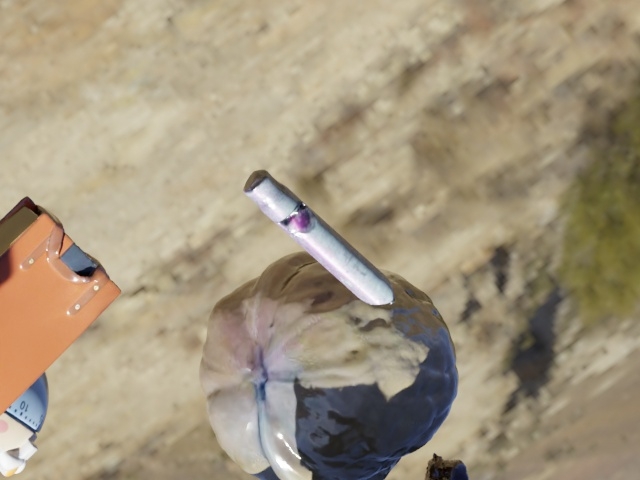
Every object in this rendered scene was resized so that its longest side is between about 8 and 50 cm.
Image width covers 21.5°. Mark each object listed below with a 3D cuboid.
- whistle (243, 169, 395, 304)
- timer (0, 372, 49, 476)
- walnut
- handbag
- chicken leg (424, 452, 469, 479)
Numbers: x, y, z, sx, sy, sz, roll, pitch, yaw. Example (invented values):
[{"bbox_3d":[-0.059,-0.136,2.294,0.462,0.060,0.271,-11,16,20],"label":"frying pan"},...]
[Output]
[{"bbox_3d":[0.000,0.000,1.489,0.033,0.176,0.033,-38,-154,22],"label":"whistle"},{"bbox_3d":[-0.359,0.203,1.681,0.175,0.255,0.175,6,163,2],"label":"timer"},{"bbox_3d":[0.010,0.129,1.648,0.248,0.248,0.248,-35,172,-6],"label":"walnut"},{"bbox_3d":[-0.288,0.067,1.539,0.190,0.063,0.127,-46,129,-7],"label":"handbag"},{"bbox_3d":[0.167,0.362,1.813,0.083,0.322,0.177,-15,-172,7],"label":"chicken leg"}]
